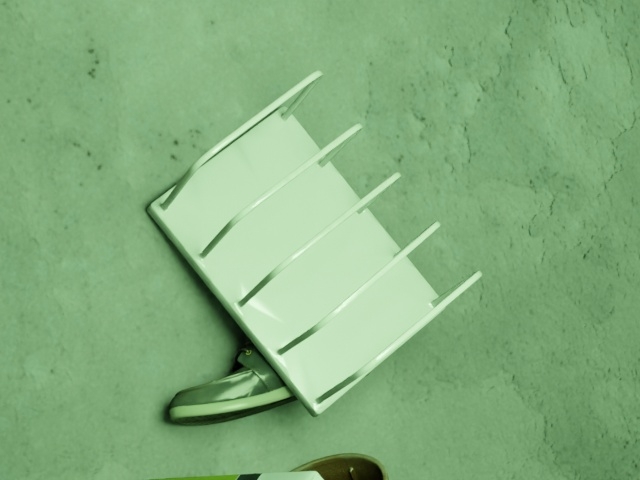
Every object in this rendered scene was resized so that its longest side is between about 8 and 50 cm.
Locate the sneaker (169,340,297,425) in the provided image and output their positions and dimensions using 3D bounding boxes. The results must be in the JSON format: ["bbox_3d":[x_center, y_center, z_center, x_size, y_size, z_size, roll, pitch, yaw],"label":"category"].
[{"bbox_3d":[-0.067,0.118,1.967,0.222,0.083,0.118,-15,80,-21],"label":"sneaker"}]

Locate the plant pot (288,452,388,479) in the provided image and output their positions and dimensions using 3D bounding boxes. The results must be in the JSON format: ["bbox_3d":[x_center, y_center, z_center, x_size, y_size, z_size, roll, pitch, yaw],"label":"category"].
[{"bbox_3d":[0.025,0.340,1.976,0.167,0.167,0.165,-37,116,-23],"label":"plant pot"}]

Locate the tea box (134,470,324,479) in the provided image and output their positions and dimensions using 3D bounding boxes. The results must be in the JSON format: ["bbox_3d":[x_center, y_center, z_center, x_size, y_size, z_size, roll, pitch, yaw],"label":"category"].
[{"bbox_3d":[-0.064,0.414,1.811,0.329,0.323,0.220,52,56,-20],"label":"tea box"}]

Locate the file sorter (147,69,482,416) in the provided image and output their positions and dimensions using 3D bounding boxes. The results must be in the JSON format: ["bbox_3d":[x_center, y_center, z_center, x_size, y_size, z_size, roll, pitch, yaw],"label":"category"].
[{"bbox_3d":[0.000,0.000,1.885,0.193,0.173,0.278,-38,89,-24],"label":"file sorter"}]
